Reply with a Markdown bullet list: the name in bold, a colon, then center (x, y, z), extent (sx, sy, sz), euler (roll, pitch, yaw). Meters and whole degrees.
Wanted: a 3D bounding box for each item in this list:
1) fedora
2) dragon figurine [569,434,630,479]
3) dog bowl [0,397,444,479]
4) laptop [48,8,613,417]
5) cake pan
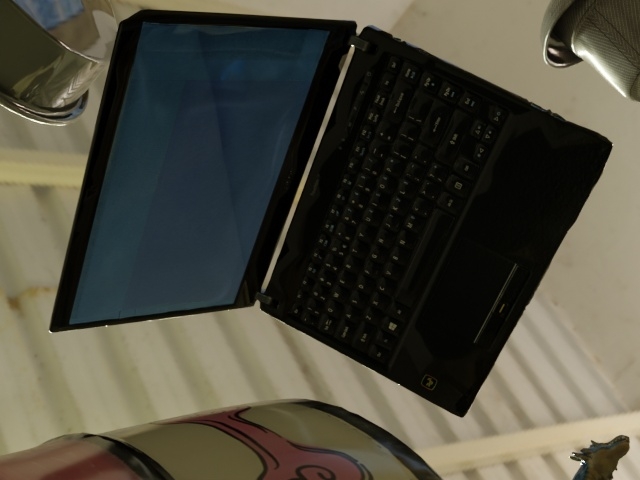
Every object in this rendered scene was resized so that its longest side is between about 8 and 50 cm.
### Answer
- **fedora**: center (0.336, -0.213, 0.969), extent (0.275, 0.244, 0.124), euler (-20, -112, -39)
- **dragon figurine**: center (0.170, 0.269, 0.891), extent (0.085, 0.289, 0.144), euler (55, 173, 8)
- **dog bowl**: center (-0.082, 0.260, 0.410), extent (0.150, 0.408, 0.408), euler (12, -138, -34)
- **laptop**: center (0.000, 0.000, 0.651), extent (0.264, 0.234, 0.136), euler (28, -146, 9)
- **cake pan**: center (-0.239, -0.217, 0.735), extent (0.293, 0.054, 0.293), euler (55, -167, -19)
